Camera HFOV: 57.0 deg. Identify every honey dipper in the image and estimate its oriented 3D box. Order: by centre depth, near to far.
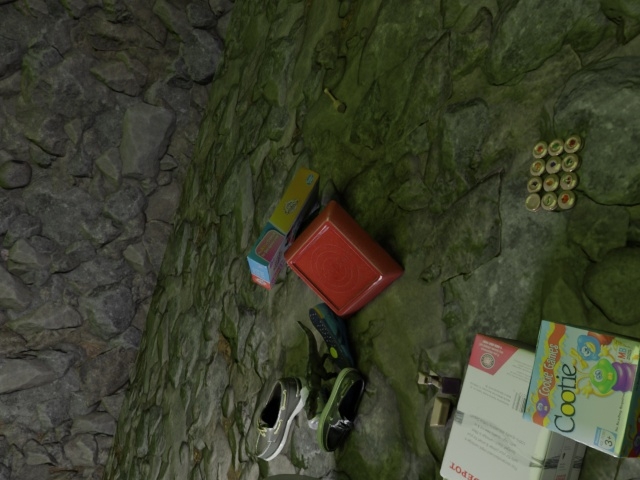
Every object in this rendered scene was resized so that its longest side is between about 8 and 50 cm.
[{"bbox_3d":[0.044,-0.464,1.927,0.030,0.031,0.160,-60,31,25],"label":"honey dipper"}]

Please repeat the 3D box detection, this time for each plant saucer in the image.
[{"bbox_3d":[0.043,0.067,1.544,0.259,0.048,0.258,46,129,3],"label":"plant saucer"}]

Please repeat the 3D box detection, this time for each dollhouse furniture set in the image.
[{"bbox_3d":[0.235,0.339,1.279,0.081,0.091,0.114,-165,86,-74],"label":"dollhouse furniture set"}]

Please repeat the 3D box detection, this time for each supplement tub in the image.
[{"bbox_3d":[-0.011,0.455,1.618,0.071,0.071,0.107,-54,39,32],"label":"supplement tub"}]

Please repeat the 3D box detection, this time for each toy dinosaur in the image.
[{"bbox_3d":[0.000,0.347,1.596,0.064,0.118,0.268,-40,46,44],"label":"toy dinosaur"}]

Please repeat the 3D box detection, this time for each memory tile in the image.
[{"bbox_3d":[0.457,-0.131,1.158,0.113,0.012,0.148,-1,78,58],"label":"memory tile"}]

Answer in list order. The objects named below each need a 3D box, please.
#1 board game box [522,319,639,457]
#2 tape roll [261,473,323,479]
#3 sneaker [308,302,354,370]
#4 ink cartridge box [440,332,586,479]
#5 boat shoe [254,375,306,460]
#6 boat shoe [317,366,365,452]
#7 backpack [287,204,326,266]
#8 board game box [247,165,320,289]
[{"bbox_3d":[0.436,0.207,0.812,0.142,0.275,0.144,9,87,58],"label":"board game box"},{"bbox_3d":[-0.028,0.659,1.368,0.286,0.286,0.100,20,95,58],"label":"tape roll"},{"bbox_3d":[0.050,0.258,1.607,0.209,0.082,0.069,59,144,24],"label":"sneaker"},{"bbox_3d":[0.351,0.331,1.049,0.207,0.117,0.282,15,91,58],"label":"ink cartridge box"},{"bbox_3d":[-0.139,0.533,1.769,0.305,0.091,0.109,-64,33,18],"label":"boat shoe"},{"bbox_3d":[0.060,0.444,1.513,0.076,0.080,0.228,19,87,60],"label":"boat shoe"},{"bbox_3d":[0.000,0.000,1.673,0.165,0.144,0.188,-67,2,-50],"label":"backpack"},{"bbox_3d":[-0.103,-0.031,1.741,0.316,0.064,0.242,-61,-8,-19],"label":"board game box"}]
